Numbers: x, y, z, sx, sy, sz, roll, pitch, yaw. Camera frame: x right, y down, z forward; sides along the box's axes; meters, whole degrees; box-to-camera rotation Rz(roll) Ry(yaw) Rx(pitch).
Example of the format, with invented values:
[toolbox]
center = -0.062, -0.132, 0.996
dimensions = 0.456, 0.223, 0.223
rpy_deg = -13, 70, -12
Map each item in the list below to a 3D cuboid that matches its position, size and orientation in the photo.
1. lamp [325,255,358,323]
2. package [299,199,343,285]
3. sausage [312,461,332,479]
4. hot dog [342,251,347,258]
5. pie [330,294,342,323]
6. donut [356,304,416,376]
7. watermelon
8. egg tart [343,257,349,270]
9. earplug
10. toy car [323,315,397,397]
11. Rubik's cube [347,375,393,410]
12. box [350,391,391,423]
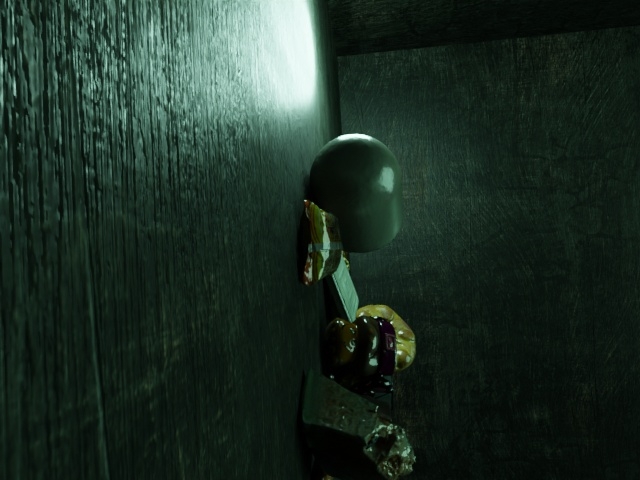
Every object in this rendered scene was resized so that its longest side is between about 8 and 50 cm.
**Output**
[lamp]
center = 0.085, 0.184, 1.993
dimensions = 0.269, 0.047, 0.266
rpy_deg = -63, 134, -71
[package]
center = 0.003, 0.002, 1.405
dimensions = 0.288, 0.109, 0.223
rpy_deg = -9, 93, -81
[sausage]
center = 0.019, 0.620, 1.417
dimensions = 0.348, 0.054, 0.053
rpy_deg = -16, 103, -83
[hot dog]
center = 0.091, 0.072, 2.372
dimensions = 0.099, 0.065, 0.147
rpy_deg = -71, 161, -49
[pie]
center = 0.082, 0.306, 2.135
dimensions = 0.302, 0.067, 0.302
rpy_deg = -4, 90, -83
[donut]
center = 0.268, 0.440, 2.180
dimensions = 0.150, 0.300, 0.317
rpy_deg = 108, -12, -50
[watermelon]
center = 0.057, 0.476, 1.212
dimensions = 0.151, 0.302, 0.264
rpy_deg = -45, 133, -36
[egg tart]
center = 0.086, 0.138, 2.297
dimensions = 0.129, 0.050, 0.128
rpy_deg = -20, 115, -54
[earplug]
center = 0.125, -0.176, 1.676
dimensions = 0.394, 0.313, 0.312
rpy_deg = 73, 14, -62
[toy car]
center = 0.111, 0.404, 1.763
dimensions = 0.340, 0.241, 0.271
rpy_deg = 124, -26, -51
[Rubik's cube]
center = 0.212, 0.634, 2.301
dimensions = 0.248, 0.250, 0.246
rpy_deg = 83, 7, -49
[box]
center = 0.118, 0.569, 1.626
dimensions = 0.215, 0.215, 0.086
rpy_deg = 35, 70, -83
